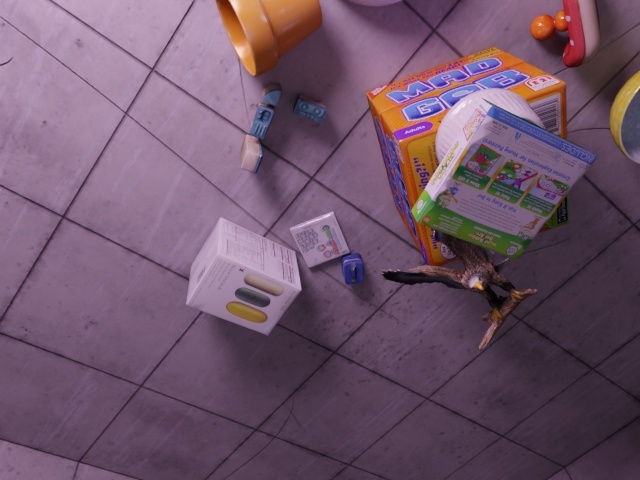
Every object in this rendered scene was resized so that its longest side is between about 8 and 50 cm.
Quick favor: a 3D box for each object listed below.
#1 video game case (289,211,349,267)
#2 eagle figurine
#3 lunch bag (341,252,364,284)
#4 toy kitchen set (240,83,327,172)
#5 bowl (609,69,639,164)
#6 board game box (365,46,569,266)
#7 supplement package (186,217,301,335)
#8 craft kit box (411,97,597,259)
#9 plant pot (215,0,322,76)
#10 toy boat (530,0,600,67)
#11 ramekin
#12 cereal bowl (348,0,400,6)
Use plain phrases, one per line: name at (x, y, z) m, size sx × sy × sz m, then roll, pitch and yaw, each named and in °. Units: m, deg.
video game case at (0.000, 0.000, 1.520) m, size 0.143 × 0.019 × 0.157 m, roll -21°, pitch 123°, yaw 5°
eagle figurine at (0.323, 0.066, 1.117) m, size 0.298 × 0.225 × 0.226 m, roll 36°, pitch 70°, yaw 5°
lunch bag at (0.103, 0.089, 1.566) m, size 0.067 × 0.065 × 0.099 m, roll -9°, pitch 124°, yaw -3°
toy kitchen set at (-0.096, -0.272, 1.269) m, size 0.165 × 0.122 × 0.207 m, roll 16°, pitch 119°, yaw -18°
bowl at (0.907, -0.367, 1.343) m, size 0.289 × 0.156 × 0.290 m, roll -4°, pitch 123°, yaw -6°
board game box at (0.356, -0.216, 1.235) m, size 0.355 × 0.356 × 0.357 m, roll -19°, pitch 124°, yaw 3°
supplement package at (-0.224, 0.107, 1.447) m, size 0.262 × 0.198 × 0.199 m, roll 26°, pitch 115°, yaw -23°
craft kit box at (0.340, -0.104, 0.930) m, size 0.249 × 0.061 × 0.247 m, roll 19°, pitch 116°, yaw -19°
plant pot at (-0.106, -0.498, 1.092) m, size 0.187 × 0.205 × 0.205 m, roll -28°, pitch 124°, yaw -9°
toy boat at (0.598, -0.538, 1.216) m, size 0.151 × 0.151 × 0.231 m, roll -7°, pitch 129°, yaw 33°
ramekin at (0.344, -0.184, 0.975) m, size 0.206 × 0.109 × 0.207 m, roll -4°, pitch 124°, yaw -6°
cereal bowl at (0.134, -0.672, 1.039) m, size 0.338 × 0.141 × 0.339 m, roll -4°, pitch 122°, yaw -6°
